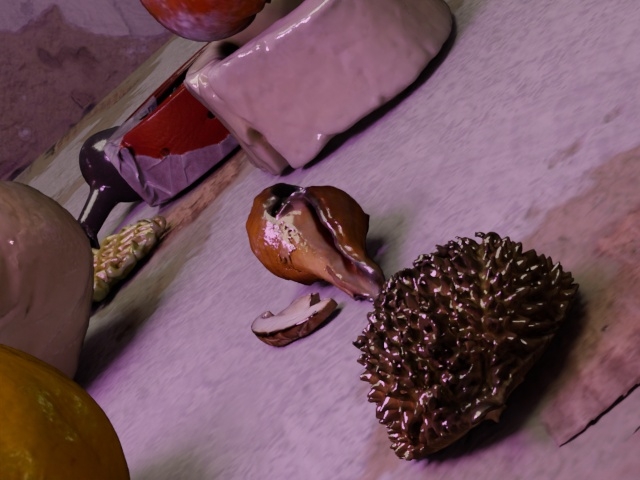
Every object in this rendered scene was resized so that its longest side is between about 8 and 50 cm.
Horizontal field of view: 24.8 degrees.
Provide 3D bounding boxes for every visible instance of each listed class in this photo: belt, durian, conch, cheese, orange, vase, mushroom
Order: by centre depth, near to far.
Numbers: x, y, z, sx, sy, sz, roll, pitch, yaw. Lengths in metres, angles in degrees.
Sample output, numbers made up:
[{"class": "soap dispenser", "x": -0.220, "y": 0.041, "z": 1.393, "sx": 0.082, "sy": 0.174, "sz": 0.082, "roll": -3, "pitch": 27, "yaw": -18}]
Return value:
[{"class": "durian", "x": 0.076, "y": 0.054, "z": 0.855, "sx": 0.148, "sy": 0.091, "sz": 0.188, "roll": -38, "pitch": 18, "yaw": 14}, {"class": "orange", "x": -0.273, "y": 0.198, "z": 1.047, "sx": 0.279, "sy": 0.235, "sz": 0.279, "roll": -32, "pitch": 15, "yaw": 9}, {"class": "mushroom", "x": -0.022, "y": 0.065, "z": 1.188, "sx": 0.101, "sy": 0.019, "sz": 0.049, "roll": -17, "pitch": 30, "yaw": 51}, {"class": "conch", "x": 0.003, "y": -0.003, "z": 1.212, "sx": 0.080, "sy": 0.086, "sz": 0.232, "roll": -3, "pitch": 7, "yaw": -36}, {"class": "cheese", "x": -0.005, "y": -0.214, "z": 1.636, "sx": 0.292, "sy": 0.153, "sz": 0.332, "roll": -40, "pitch": 15, "yaw": 6}, {"class": "belt", "x": -0.157, "y": -0.181, "z": 1.983, "sx": 0.324, "sy": 0.115, "sz": 0.227, "roll": -46, "pitch": 14, "yaw": -19}, {"class": "vase", "x": -0.303, "y": -0.070, "z": 2.056, "sx": 0.120, "sy": 0.120, "sz": 0.183, "roll": -18, "pitch": 43, "yaw": 56}]

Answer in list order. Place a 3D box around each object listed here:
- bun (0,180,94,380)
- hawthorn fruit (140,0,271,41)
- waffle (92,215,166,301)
[{"class": "bun", "x": -0.379, "y": 0.115, "z": 1.507, "sx": 0.364, "sy": 0.202, "sz": 0.364, "roll": -30, "pitch": -24, "yaw": -15}, {"class": "hawthorn fruit", "x": -0.104, "y": -0.348, "z": 1.547, "sx": 0.235, "sy": 0.263, "sz": 0.231, "roll": -21, "pitch": 25, "yaw": -36}, {"class": "waffle", "x": -0.269, "y": 0.032, "z": 1.830, "sx": 0.169, "sy": 0.036, "sz": 0.183, "roll": -48, "pitch": 19, "yaw": -29}]
